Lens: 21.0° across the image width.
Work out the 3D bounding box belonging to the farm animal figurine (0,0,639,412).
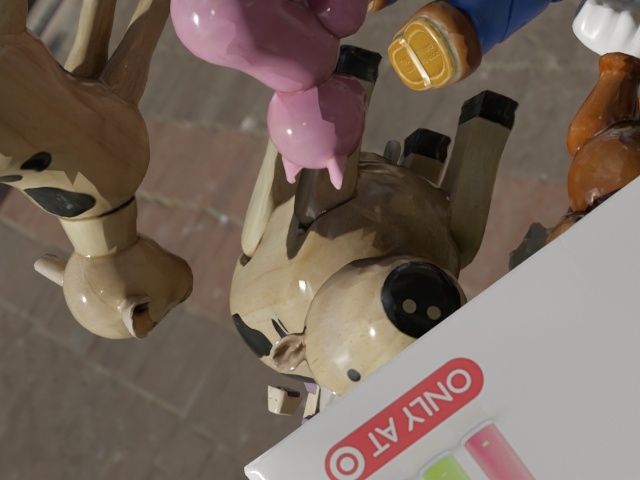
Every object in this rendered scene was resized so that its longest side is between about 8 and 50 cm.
[{"bbox_3d":[0.000,0.000,0.740,0.327,0.330,0.172,77,-152,-78],"label":"farm animal figurine"}]

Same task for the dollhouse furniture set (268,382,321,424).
[{"bbox_3d":[0.032,0.113,1.407,0.091,0.114,0.081,15,93,50],"label":"dollhouse furniture set"}]

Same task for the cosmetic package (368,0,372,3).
[{"bbox_3d":[0.006,-0.177,0.858,0.041,0.115,0.060,-1,22,28],"label":"cosmetic package"}]

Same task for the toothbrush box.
[{"bbox_3d":[0.114,0.076,0.547,0.206,0.122,0.283,-36,-16,-1],"label":"toothbrush box"}]

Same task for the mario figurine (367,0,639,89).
[{"bbox_3d":[0.169,-0.232,1.105,0.320,0.198,0.170,-32,25,-21],"label":"mario figurine"}]
